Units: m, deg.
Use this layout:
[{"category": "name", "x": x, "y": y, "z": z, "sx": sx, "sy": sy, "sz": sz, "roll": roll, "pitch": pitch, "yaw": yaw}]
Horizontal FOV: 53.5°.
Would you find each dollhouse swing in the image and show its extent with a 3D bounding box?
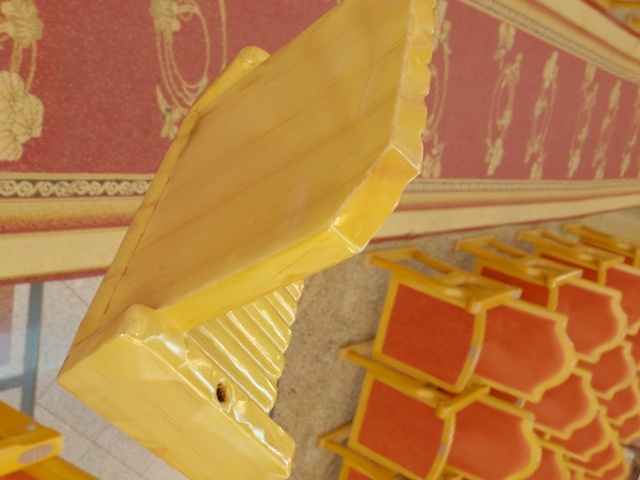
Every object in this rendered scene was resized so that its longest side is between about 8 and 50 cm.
[{"category": "dollhouse swing", "x": 0.000, "y": 0.000, "z": 0.563, "sx": 0.315, "sy": 0.305, "sz": 0.346, "roll": 55, "pitch": 33, "yaw": -37}]
